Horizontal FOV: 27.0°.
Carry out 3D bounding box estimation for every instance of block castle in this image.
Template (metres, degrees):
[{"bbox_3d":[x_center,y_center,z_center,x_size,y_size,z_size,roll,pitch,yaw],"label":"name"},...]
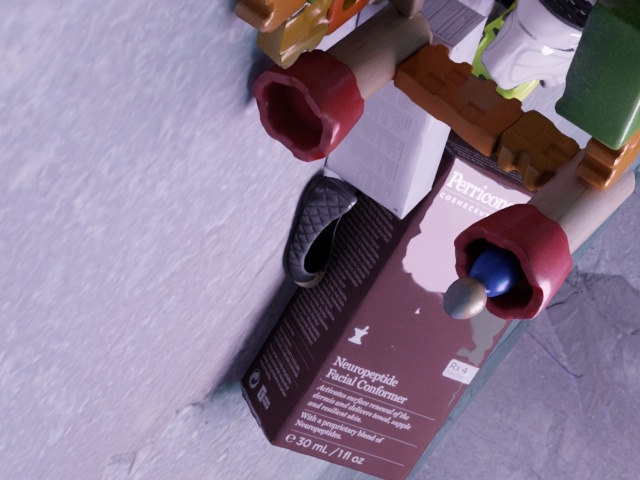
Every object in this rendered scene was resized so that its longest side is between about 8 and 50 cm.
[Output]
[{"bbox_3d":[0.104,-0.170,0.906,0.213,0.303,0.453,-40,159,-30],"label":"block castle"}]

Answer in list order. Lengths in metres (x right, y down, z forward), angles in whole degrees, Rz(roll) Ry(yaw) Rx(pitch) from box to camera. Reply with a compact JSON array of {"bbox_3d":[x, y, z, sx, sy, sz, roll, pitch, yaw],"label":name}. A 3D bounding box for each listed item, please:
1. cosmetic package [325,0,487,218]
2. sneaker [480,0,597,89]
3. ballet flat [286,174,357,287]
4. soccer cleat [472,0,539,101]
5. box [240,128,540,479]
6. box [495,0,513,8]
[{"bbox_3d":[0.076,-0.133,1.246,0.060,0.099,0.239,-42,160,-33],"label":"cosmetic package"},{"bbox_3d":[0.267,-0.220,1.377,0.292,0.110,0.118,-15,151,-48],"label":"sneaker"},{"bbox_3d":[0.000,0.000,1.384,0.057,0.049,0.173,-42,159,-31],"label":"ballet flat"},{"bbox_3d":[0.258,-0.250,1.491,0.289,0.093,0.121,-57,156,6],"label":"soccer cleat"},{"bbox_3d":[0.094,0.070,1.478,0.191,0.143,0.381,22,107,-29],"label":"box"},{"bbox_3d":[0.176,-0.278,1.286,0.083,0.062,0.052,-56,162,9],"label":"box"}]
